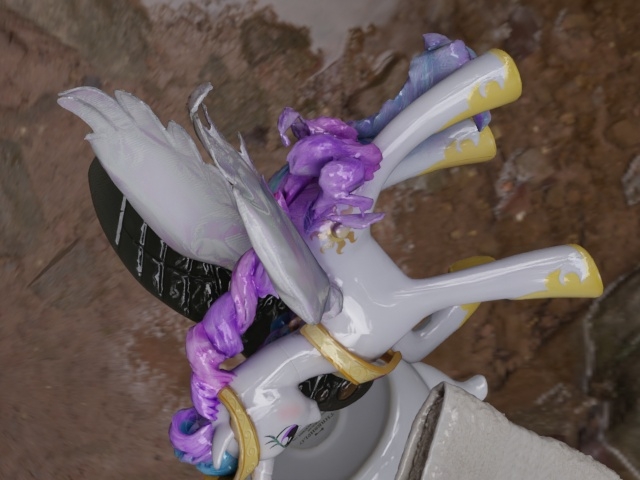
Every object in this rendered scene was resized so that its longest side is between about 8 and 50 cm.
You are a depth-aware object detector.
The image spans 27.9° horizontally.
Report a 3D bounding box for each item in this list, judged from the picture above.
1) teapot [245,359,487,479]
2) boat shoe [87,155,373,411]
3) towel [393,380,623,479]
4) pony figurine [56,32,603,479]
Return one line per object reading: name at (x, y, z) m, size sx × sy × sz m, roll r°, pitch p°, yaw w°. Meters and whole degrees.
teapot at (0.034, 0.245, 1.424) m, size 0.187 × 0.256 × 0.252 m, roll 48°, pitch 41°, yaw -41°
boat shoe at (-0.078, 0.025, 1.191) m, size 0.122 × 0.120 × 0.324 m, roll -43°, pitch 92°, yaw 11°
towel at (0.117, 0.270, 0.961) m, size 0.187 × 0.049 × 0.282 m, roll 29°, pitch 70°, yaw -22°
pony figurine at (0.000, 0.000, 0.967) m, size 0.364 × 0.303 × 0.351 m, roll -32°, pitch 112°, yaw -16°
